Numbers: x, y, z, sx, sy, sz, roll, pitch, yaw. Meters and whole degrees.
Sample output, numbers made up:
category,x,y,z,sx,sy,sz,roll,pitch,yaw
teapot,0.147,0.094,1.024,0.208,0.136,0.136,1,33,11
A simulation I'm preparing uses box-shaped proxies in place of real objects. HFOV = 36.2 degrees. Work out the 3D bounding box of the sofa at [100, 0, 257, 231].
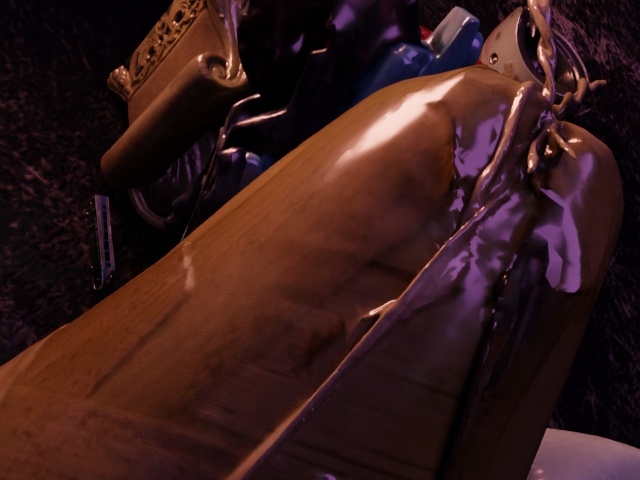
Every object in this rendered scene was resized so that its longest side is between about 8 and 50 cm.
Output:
category,x,y,z,sx,sy,sz,roll,pitch,yaw
sofa,-0.041,-0.107,0.869,0.258,0.200,0.182,3,63,-38

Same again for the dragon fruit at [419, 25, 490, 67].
category,x,y,z,sx,sy,sz,roll,pitch,yaw
dragon fruit,0.149,-0.105,1.066,0.317,0.152,0.205,40,28,-3

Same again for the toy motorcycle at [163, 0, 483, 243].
category,x,y,z,sx,sy,sz,roll,pitch,yaw
toy motorcycle,0.000,0.000,0.731,0.232,0.416,0.172,18,17,-11

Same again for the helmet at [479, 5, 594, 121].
category,x,y,z,sx,sy,sz,roll,pitch,yaw
helmet,0.257,-0.201,1.216,0.153,0.107,0.177,59,28,8

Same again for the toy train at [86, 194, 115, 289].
category,x,y,z,sx,sy,sz,roll,pitch,yaw
toy train,-0.184,0.003,0.822,0.017,0.017,0.083,11,61,-42

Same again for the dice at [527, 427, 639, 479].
category,x,y,z,sx,sy,sz,roll,pitch,yaw
dice,0.173,0.319,0.757,0.262,0.268,0.264,33,51,-19

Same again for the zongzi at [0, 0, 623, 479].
category,x,y,z,sx,sy,sz,roll,pitch,yaw
zongzi,-0.094,0.028,0.542,0.467,0.218,0.500,21,94,-2
